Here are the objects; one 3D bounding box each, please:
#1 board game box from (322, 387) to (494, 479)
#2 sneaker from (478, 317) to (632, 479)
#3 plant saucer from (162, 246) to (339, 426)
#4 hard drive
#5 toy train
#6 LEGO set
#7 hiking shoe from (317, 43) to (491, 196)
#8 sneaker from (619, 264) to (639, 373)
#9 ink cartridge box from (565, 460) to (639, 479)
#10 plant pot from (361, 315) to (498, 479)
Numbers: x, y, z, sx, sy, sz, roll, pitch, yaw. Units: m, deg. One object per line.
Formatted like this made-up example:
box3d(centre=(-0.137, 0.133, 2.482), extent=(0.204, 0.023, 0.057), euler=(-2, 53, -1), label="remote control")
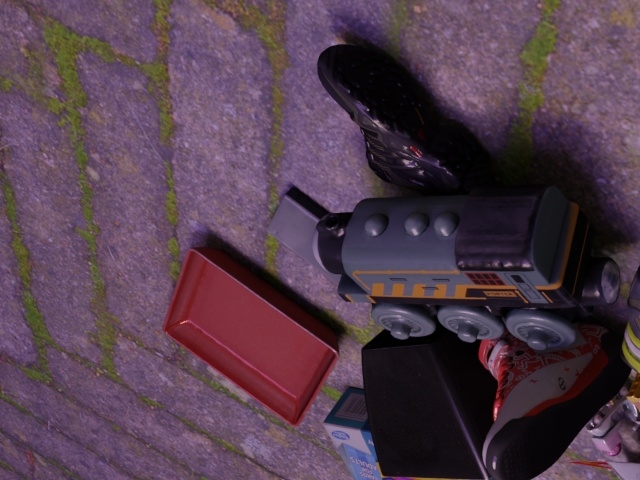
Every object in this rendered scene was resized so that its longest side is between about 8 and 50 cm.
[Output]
box3d(centre=(0.180, 0.371, 1.862), extent=(0.253, 0.079, 0.336), euler=(4, 132, 41), label="board game box")
box3d(centre=(0.220, 0.164, 1.425), extent=(0.145, 0.270, 0.090), euler=(22, 129, 35), label="sneaker")
box3d(centre=(-0.098, 0.133, 1.882), extent=(0.259, 0.048, 0.258), euler=(35, 146, 6), label="plant saucer")
box3d(centre=(0.000, 0.000, 1.658), extent=(0.135, 0.022, 0.094), euler=(37, 146, 4), label="hard drive")
box3d(centre=(0.150, 0.021, 1.397), extent=(0.334, 0.142, 0.190), euler=(1, 151, 37), label="toy train")
box3d(centre=(0.422, 0.213, 1.406), extent=(0.107, 0.132, 0.287), euler=(46, 168, -19), label="LEGO set")
box3d(centre=(0.071, -0.113, 1.405), extent=(0.227, 0.086, 0.114), euler=(43, 143, -6), label="hiking shoe")
box3d(centre=(0.434, 0.094, 1.285), extent=(0.300, 0.111, 0.121), euler=(8, 131, 35), label="sneaker")
box3d(centre=(0.400, 0.287, 1.520), extent=(0.145, 0.045, 0.179), euler=(16, 162, -41), label="ink cartridge box")
box3d(centre=(0.159, 0.168, 1.576), extent=(0.188, 0.187, 0.167), euler=(-11, 109, 49), label="plant pot")
